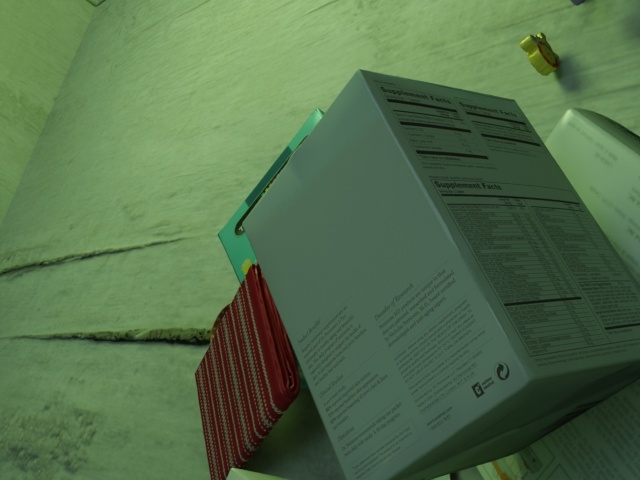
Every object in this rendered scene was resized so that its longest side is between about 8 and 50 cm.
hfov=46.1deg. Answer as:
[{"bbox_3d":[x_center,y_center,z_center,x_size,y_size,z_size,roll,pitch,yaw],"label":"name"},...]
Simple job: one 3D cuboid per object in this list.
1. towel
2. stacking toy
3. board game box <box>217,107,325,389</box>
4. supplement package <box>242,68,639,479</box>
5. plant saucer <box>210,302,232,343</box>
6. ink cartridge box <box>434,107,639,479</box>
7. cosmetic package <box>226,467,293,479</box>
[{"bbox_3d":[-0.102,0.184,0.976,0.275,0.031,0.199,-59,36,41],"label":"towel"},{"bbox_3d":[0.264,-0.327,0.858,0.167,0.052,0.221,-38,78,40],"label":"stacking toy"},{"bbox_3d":[0.000,0.000,1.030,0.254,0.079,0.336,-50,36,14],"label":"board game box"},{"bbox_3d":[0.100,0.033,0.617,0.199,0.198,0.262,-49,54,39],"label":"supplement package"},{"bbox_3d":[-0.139,0.135,1.158,0.083,0.013,0.083,-31,44,35],"label":"plant saucer"},{"bbox_3d":[0.238,0.113,0.693,0.385,0.091,0.308,-63,33,25],"label":"ink cartridge box"},{"bbox_3d":[0.030,0.369,0.669,0.365,0.155,0.197,11,78,52],"label":"cosmetic package"}]
